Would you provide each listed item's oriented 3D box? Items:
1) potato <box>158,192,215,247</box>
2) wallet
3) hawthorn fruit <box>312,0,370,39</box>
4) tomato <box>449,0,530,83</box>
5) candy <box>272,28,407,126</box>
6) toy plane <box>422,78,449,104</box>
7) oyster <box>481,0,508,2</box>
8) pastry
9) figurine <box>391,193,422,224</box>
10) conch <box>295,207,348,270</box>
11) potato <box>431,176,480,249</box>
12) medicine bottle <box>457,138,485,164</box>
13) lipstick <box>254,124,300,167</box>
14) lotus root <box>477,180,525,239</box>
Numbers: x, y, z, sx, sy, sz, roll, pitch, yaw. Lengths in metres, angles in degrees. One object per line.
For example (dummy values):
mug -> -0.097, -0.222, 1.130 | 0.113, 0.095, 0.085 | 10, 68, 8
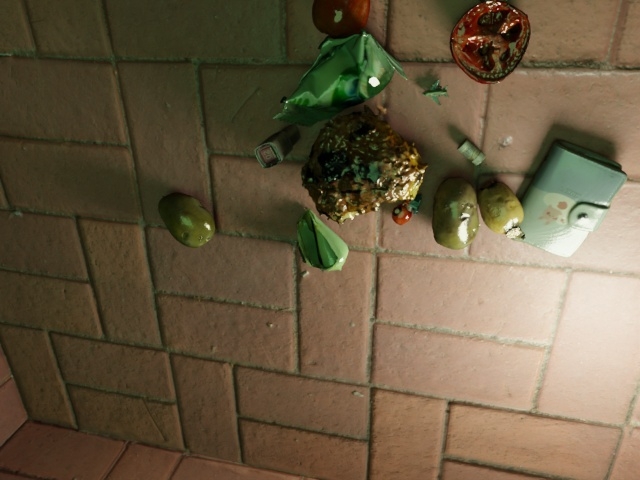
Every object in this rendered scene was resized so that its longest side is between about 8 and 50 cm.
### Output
potato -> -0.527, -0.087, 2.029 | 0.174, 0.159, 0.251 | -43, 91, 6
wallet -> 0.787, -0.117, 1.682 | 0.252, 0.083, 0.360 | 24, 122, 9
hawthorn fruit -> 0.060, -0.686, 1.542 | 0.189, 0.189, 0.189 | 7, 118, 13
tomato -> 0.489, -0.577, 1.518 | 0.228, 0.101, 0.227 | 2, 115, 5
candy -> 0.051, -0.469, 1.614 | 0.398, 0.263, 0.172 | -34, 68, 26
toy plane -> 0.363, -0.467, 1.646 | 0.083, 0.033, 0.080 | 2, 118, 23
oyster -> 0.498, -0.700, 1.494 | 0.083, 0.019, 0.054 | -10, 115, 18
pastry -> 0.118, -0.242, 1.689 | 0.405, 0.292, 0.337 | -18, 100, 33
figurine -> 0.303, -0.111, 1.832 | 0.075, 0.068, 0.140 | 28, 127, -3
conch -> -0.009, 0.016, 1.942 | 0.251, 0.137, 0.143 | 39, 121, -6
potato -> 0.448, -0.086, 1.747 | 0.165, 0.165, 0.262 | -4, 122, 18
medicine bottle -> 0.490, -0.287, 1.694 | 0.083, 0.047, 0.047 | 39, 120, -6
lipstick -> -0.134, -0.322, 1.735 | 0.078, 0.253, 0.079 | -18, 111, 25
lotus root -> 0.595, -0.092, 1.713 | 0.220, 0.118, 0.125 | 65, 153, 3
